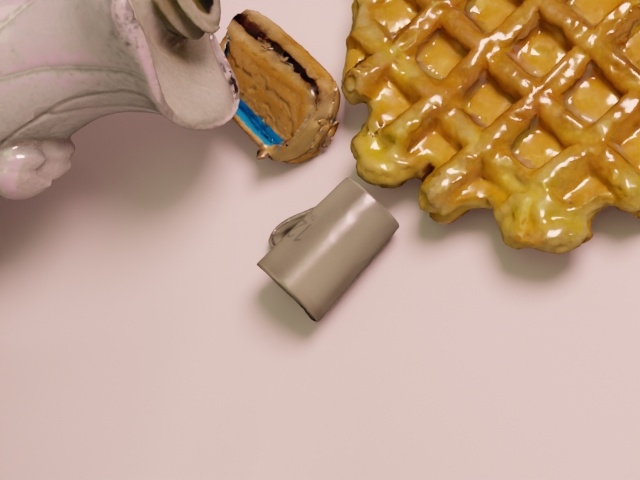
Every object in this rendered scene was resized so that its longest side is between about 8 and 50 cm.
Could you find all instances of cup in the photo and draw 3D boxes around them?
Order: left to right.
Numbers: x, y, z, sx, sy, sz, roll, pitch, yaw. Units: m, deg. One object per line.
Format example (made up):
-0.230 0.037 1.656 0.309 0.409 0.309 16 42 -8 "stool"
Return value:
0.004 0.004 0.886 0.054 0.075 0.083 44 86 -13 "cup"

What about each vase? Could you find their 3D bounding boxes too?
-0.278 -0.091 0.891 0.446 0.250 0.249 -20 68 14 "vase"

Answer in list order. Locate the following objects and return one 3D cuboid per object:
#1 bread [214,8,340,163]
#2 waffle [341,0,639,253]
-0.031 -0.104 0.925 0.106 0.053 0.072 47 114 26 "bread"
0.163 -0.145 0.868 0.302 0.068 0.324 -2 75 17 "waffle"
